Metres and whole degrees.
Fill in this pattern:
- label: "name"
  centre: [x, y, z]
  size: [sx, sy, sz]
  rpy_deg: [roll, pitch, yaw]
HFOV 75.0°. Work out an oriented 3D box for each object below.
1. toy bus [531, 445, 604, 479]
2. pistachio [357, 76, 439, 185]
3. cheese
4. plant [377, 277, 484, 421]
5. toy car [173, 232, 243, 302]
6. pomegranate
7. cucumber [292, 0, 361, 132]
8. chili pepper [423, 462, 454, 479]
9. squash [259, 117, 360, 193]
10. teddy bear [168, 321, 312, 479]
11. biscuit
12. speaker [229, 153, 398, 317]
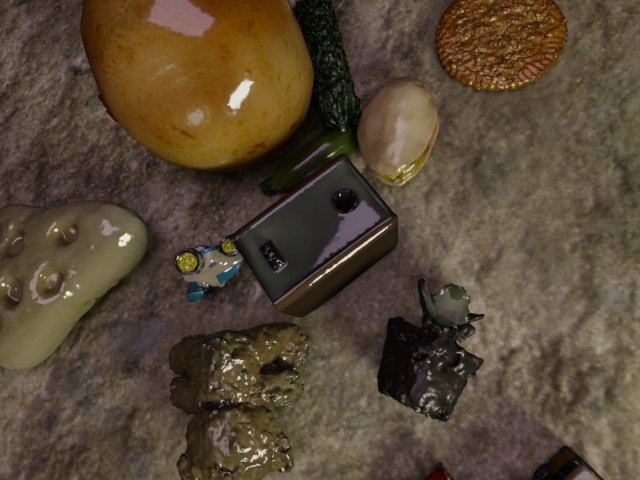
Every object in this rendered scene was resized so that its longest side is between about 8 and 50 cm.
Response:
- label: "toy bus"
  centre: [0.335, 0.393, 0.593]
  size: [0.182, 0.103, 0.091]
  rpy_deg: [-43, 73, -2]
- label: "pistachio"
  centre: [0.142, -0.202, 0.779]
  size: [0.145, 0.117, 0.201]
  rpy_deg: [12, 85, 22]
- label: "cheese"
  centre: [-0.517, 0.090, 0.822]
  size: [0.350, 0.129, 0.329]
  rpy_deg: [0, 74, 13]
- label: "plant"
  centre: [0.176, 0.170, 0.660]
  size: [0.142, 0.131, 0.203]
  rpy_deg: [25, 70, -15]
- label: "toy car"
  centre: [-0.186, 0.044, 0.789]
  size: [0.161, 0.126, 0.098]
  rpy_deg: [-17, 95, -4]
- label: "pomegranate"
  centre: [-0.213, -0.310, 0.748]
  size: [0.415, 0.417, 0.417]
  rpy_deg: [-3, 75, 10]
- label: "cucumber"
  centre: [0.017, -0.345, 0.825]
  size: [0.096, 0.096, 0.360]
  rpy_deg: [-16, 65, 7]
- label: "chili pepper"
  centre: [0.149, 0.433, 0.648]
  size: [0.169, 0.065, 0.088]
  rpy_deg: [-39, 98, 6]
- label: "squash"
  centre: [-0.010, -0.162, 0.823]
  size: [0.252, 0.066, 0.066]
  rpy_deg: [-36, 72, 1]
- label: "teddy bear"
  centre: [-0.141, 0.272, 0.692]
  size: [0.266, 0.156, 0.256]
  rpy_deg: [-10, 76, 7]
- label: "biscuit"
  centre: [0.356, -0.412, 0.833]
  size: [0.253, 0.035, 0.254]
  rpy_deg: [-3, 75, 11]
- label: "speaker"
  centre: [0.000, 0.000, 0.713]
  size: [0.230, 0.192, 0.153]
  rpy_deg: [-36, 71, -1]
